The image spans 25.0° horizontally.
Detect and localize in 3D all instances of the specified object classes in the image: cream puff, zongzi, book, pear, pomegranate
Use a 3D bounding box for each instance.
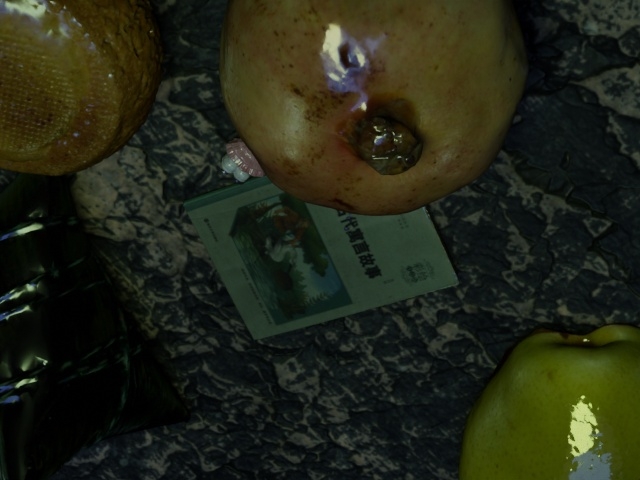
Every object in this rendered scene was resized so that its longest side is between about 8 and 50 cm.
[{"bbox_3d":[-0.316,-0.215,1.577,0.303,0.212,0.303,3,128,3],"label":"cream puff"},{"bbox_3d":[-0.312,0.132,1.797,0.319,0.362,0.383,-33,70,26],"label":"zongzi"},{"bbox_3d":[0.000,0.000,1.746,0.283,0.025,0.215,-19,113,20],"label":"book"},{"bbox_3d":[0.338,0.310,1.764,0.340,0.191,0.386,-9,118,11],"label":"pear"},{"bbox_3d":[0.051,-0.175,1.471,0.338,0.338,0.338,4,119,7],"label":"pomegranate"}]

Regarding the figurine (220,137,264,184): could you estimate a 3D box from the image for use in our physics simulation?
[{"bbox_3d":[-0.060,-0.111,1.678,0.072,0.054,0.129,38,120,-16],"label":"figurine"}]
